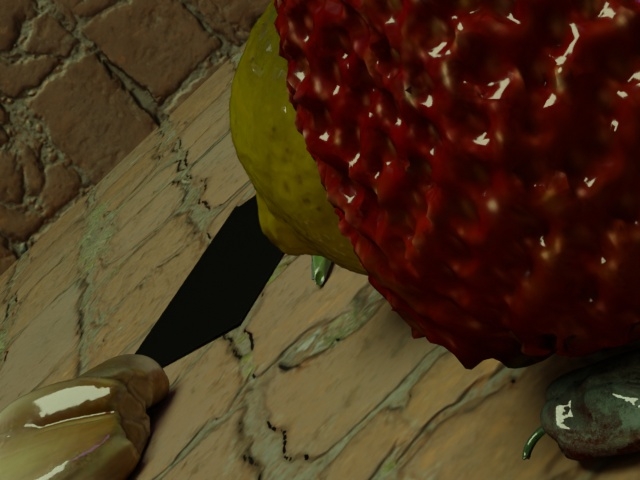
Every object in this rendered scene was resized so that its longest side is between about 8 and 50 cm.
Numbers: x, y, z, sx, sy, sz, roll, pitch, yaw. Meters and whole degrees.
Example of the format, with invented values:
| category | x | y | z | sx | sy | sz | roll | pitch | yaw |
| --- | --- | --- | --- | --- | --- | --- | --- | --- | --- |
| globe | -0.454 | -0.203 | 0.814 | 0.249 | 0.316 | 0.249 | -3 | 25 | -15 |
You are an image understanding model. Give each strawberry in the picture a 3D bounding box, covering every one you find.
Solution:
| category | x | y | z | sx | sy | sz | roll | pitch | yaw |
| --- | --- | --- | --- | --- | --- | --- | --- | --- | --- |
| strawberry | 0.095 | -0.120 | 0.707 | 0.267 | 0.351 | 0.312 | -33 | 10 | 34 |

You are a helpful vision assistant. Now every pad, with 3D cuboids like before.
| category | x | y | z | sx | sy | sz | roll | pitch | yaw |
| --- | --- | --- | --- | --- | --- | --- | --- | --- | --- |
| pad | -0.094 | 0.018 | 1.511 | 0.247 | 0.007 | 0.367 | -30 | 21 | 40 |

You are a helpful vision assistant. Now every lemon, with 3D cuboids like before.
| category | x | y | z | sx | sy | sz | roll | pitch | yaw |
| --- | --- | --- | --- | --- | --- | --- | --- | --- | --- |
| lemon | 0.071 | -0.109 | 0.962 | 0.310 | 0.253 | 0.253 | -44 | 14 | 14 |

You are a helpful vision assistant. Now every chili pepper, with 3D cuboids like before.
| category | x | y | z | sx | sy | sz | roll | pitch | yaw |
| --- | --- | --- | --- | --- | --- | --- | --- | --- | --- |
| chili pepper | 0.156 | 0.078 | 0.639 | 0.153 | 0.041 | 0.050 | -26 | 65 | 48 |

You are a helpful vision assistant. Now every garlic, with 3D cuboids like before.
| category | x | y | z | sx | sy | sz | roll | pitch | yaw |
| --- | --- | --- | --- | --- | --- | --- | --- | --- | --- |
| garlic | -0.264 | 0.209 | 1.247 | 0.228 | 0.110 | 0.217 | -37 | 20 | 21 |

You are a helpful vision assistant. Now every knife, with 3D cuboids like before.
| category | x | y | z | sx | sy | sz | roll | pitch | yaw |
| --- | --- | --- | --- | --- | --- | --- | --- | --- | --- |
| knife | 0.000 | 0.000 | 1.286 | 0.184 | 0.022 | 0.026 | -91 | 23 | -69 |
